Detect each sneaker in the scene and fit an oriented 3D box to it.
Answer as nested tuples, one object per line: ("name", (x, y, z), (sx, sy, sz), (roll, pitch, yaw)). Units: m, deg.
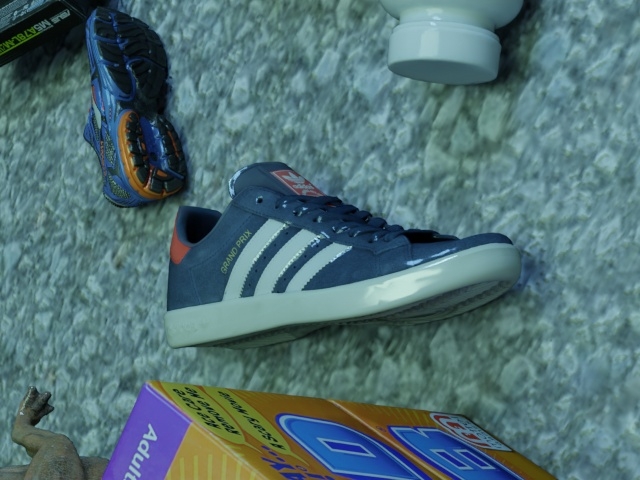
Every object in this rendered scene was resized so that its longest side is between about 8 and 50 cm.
("sneaker", (-0.198, -0.129, 1.360), (0.087, 0.083, 0.221), (-33, 59, 39))
("sneaker", (0.000, 0.000, 1.138), (0.350, 0.131, 0.148), (-11, 79, 37))

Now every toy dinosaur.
("toy dinosaur", (-0.191, 0.232, 1.192), (0.200, 0.296, 0.127), (-90, 9, -61))

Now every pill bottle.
("pill bottle", (0.106, -0.234, 1.108), (0.118, 0.117, 0.208), (2, 83, 39))

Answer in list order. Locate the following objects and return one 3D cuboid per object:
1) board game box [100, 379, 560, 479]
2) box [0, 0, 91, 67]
("board game box", (0.048, 0.338, 0.888), (0.356, 0.356, 0.356), (32, 101, 39))
("box", (-0.302, -0.273, 1.457), (0.191, 0.045, 0.184), (-21, 46, 34))
